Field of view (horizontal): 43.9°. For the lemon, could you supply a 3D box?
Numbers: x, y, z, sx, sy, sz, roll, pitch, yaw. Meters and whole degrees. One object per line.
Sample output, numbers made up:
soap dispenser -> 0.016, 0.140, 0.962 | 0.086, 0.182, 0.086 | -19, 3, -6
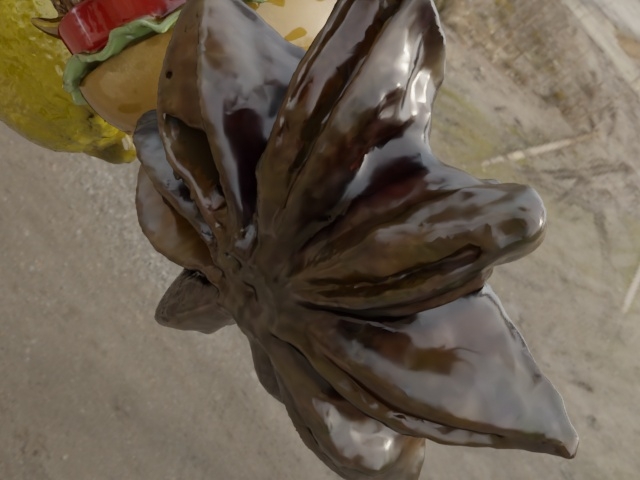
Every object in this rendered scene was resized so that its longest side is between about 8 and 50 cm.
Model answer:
lemon -> -0.292, -0.234, 0.911 | 0.319, 0.245, 0.245 | 62, 27, -6

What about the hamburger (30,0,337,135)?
hamburger -> -0.092, -0.192, 0.656 | 0.274, 0.275, 0.212 | -29, 102, -62

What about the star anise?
star anise -> -0.003, 0.014, 0.426 | 0.108, 0.315, 0.315 | -35, 83, -39
